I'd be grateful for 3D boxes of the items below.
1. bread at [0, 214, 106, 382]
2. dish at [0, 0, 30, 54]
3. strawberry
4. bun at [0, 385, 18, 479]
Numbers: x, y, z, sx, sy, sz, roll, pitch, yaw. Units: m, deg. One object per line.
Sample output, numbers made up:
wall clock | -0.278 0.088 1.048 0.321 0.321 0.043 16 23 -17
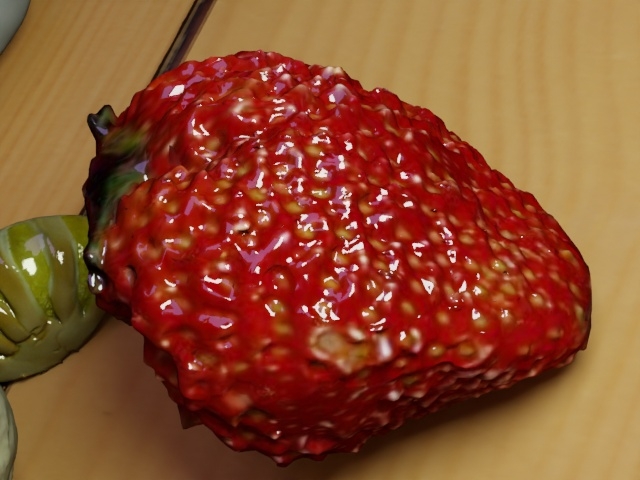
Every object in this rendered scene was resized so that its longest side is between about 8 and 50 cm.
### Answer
bread | -0.206 0.033 1.223 0.157 0.094 0.083 -25 42 0
dish | -0.346 -0.192 1.457 0.256 0.117 0.256 -16 49 19
strawberry | 0.002 0.001 1.033 0.257 0.261 0.261 -26 46 19
bun | -0.357 0.163 1.104 0.362 0.235 0.326 -20 17 13
